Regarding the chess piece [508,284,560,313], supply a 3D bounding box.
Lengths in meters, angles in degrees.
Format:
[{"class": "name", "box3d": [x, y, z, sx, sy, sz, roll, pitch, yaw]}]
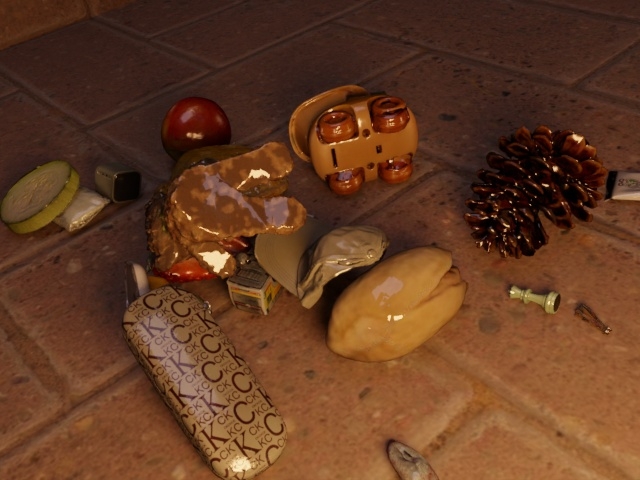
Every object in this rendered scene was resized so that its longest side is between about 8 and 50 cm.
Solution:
[{"class": "chess piece", "box3d": [0.388, 0.104, 1.240, 0.093, 0.042, 0.042, 14, 43, 35]}]

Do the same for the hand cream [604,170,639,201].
[{"class": "hand cream", "box3d": [0.778, -0.109, 1.420, 0.336, 0.076, 0.121, 6, 34, 29]}]

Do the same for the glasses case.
[{"class": "glasses case", "box3d": [-0.190, 0.221, 1.089, 0.137, 0.085, 0.354, -26, 65, -32]}]

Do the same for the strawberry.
[{"class": "strawberry", "box3d": [-0.253, 0.006, 1.430, 0.228, 0.098, 0.174, -5, 75, -9]}]

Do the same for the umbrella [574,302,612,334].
[{"class": "umbrella", "box3d": [0.480, 0.138, 1.194, 0.031, 0.020, 0.083, -22, 44, -15]}]

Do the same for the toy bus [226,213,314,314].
[{"class": "toy bus", "box3d": [-0.095, 0.039, 1.370, 0.092, 0.106, 0.268, 12, 40, 18]}]

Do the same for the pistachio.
[{"class": "pistachio", "box3d": [0.134, 0.111, 1.189, 0.293, 0.162, 0.181, -34, 7, -24]}]

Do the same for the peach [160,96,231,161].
[{"class": "peach", "box3d": [-0.322, -0.291, 1.782, 0.197, 0.197, 0.197, -6, 38, 5]}]

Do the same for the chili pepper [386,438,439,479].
[{"class": "chili pepper", "box3d": [0.139, 0.340, 0.988, 0.050, 0.041, 0.153, 20, 21, -35]}]

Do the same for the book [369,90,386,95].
[{"class": "book", "box3d": [0.097, -0.335, 1.875, 0.201, 0.026, 0.289, -6, 37, 2]}]

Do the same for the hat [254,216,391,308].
[{"class": "hat", "box3d": [0.000, 0.000, 1.249, 0.245, 0.149, 0.214, 41, 50, 20]}]

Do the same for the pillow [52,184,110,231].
[{"class": "pillow", "box3d": [-0.635, -0.092, 1.696, 0.229, 0.051, 0.128, 21, 53, 36]}]

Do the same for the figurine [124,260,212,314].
[{"class": "figurine", "box3d": [-0.291, 0.116, 1.294, 0.141, 0.166, 0.250, -6, 33, -21]}]

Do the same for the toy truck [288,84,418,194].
[{"class": "toy truck", "box3d": [0.083, -0.245, 1.619, 0.288, 0.204, 0.211, -16, 36, -6]}]

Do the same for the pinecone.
[{"class": "pinecone", "box3d": [0.411, -0.083, 1.332, 0.292, 0.246, 0.246, -47, 48, -14]}]

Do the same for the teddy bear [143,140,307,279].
[{"class": "teddy bear", "box3d": [-0.189, -0.047, 1.286, 0.296, 0.222, 0.246, -11, 76, -10]}]

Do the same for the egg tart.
[{"class": "egg tart", "box3d": [-0.232, -0.148, 1.561, 0.319, 0.128, 0.319, -6, 17, 2]}]

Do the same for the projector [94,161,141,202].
[{"class": "projector", "box3d": [-0.510, -0.146, 1.703, 0.082, 0.083, 0.083, 23, 23, 35]}]

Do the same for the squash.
[{"class": "squash", "box3d": [-0.699, -0.113, 1.684, 0.219, 0.041, 0.219, -16, 45, 17]}]
